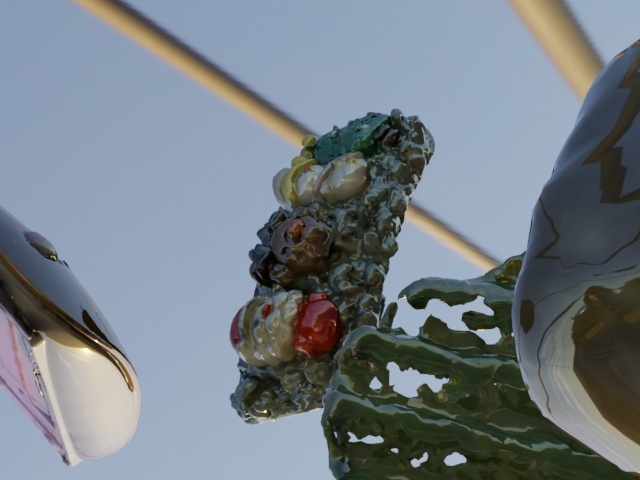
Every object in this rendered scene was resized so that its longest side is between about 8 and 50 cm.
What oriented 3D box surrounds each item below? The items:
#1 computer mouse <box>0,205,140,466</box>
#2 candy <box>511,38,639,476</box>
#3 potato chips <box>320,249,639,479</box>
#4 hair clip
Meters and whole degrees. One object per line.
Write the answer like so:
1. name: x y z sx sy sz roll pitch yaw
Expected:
1. computer mouse: -0.191 0.056 1.211 0.072 0.158 0.310 -40 -18 -16
2. candy: 0.165 -0.001 0.409 0.102 0.234 0.104 59 -141 -32
3. potato chips: 0.204 0.146 0.907 0.389 0.373 0.097 -14 -22 -12
4. hair clip: -0.001 -0.002 1.438 0.091 0.138 0.321 51 -143 -32
